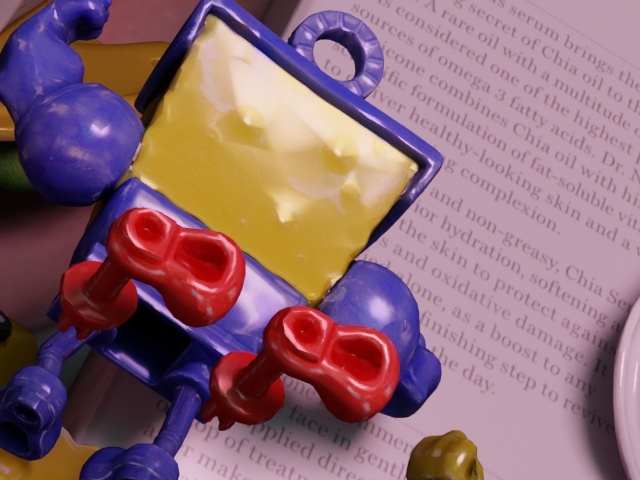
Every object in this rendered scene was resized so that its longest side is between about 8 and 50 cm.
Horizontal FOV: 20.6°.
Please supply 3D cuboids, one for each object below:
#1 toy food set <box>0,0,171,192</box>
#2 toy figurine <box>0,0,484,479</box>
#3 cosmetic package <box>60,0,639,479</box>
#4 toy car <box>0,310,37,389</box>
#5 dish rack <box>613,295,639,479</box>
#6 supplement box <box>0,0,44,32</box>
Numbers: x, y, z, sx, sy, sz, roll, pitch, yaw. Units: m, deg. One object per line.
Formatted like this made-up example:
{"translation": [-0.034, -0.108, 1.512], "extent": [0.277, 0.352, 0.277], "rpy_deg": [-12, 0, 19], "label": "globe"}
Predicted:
{"translation": [-0.163, -0.056, 0.807], "extent": [0.218, 0.071, 0.128], "rpy_deg": [-5, 36, -34], "label": "toy food set"}
{"translation": [0.000, 0.000, 0.600], "extent": [0.362, 0.191, 0.217], "rpy_deg": [34, 53, -5], "label": "toy figurine"}
{"translation": [0.044, 0.014, 0.810], "extent": [0.230, 0.161, 0.453], "rpy_deg": [31, 59, -8], "label": "cosmetic package"}
{"translation": [-0.248, 0.045, 0.689], "extent": [0.225, 0.239, 0.053], "rpy_deg": [-40, 47, -11], "label": "toy car"}
{"translation": [0.259, 0.125, 0.810], "extent": [0.285, 0.072, 0.333], "rpy_deg": [-40, 115, -44], "label": "dish rack"}
{"translation": [-0.114, -0.218, 0.788], "extent": [0.111, 0.220, 0.114], "rpy_deg": [38, 32, -3], "label": "supplement box"}
